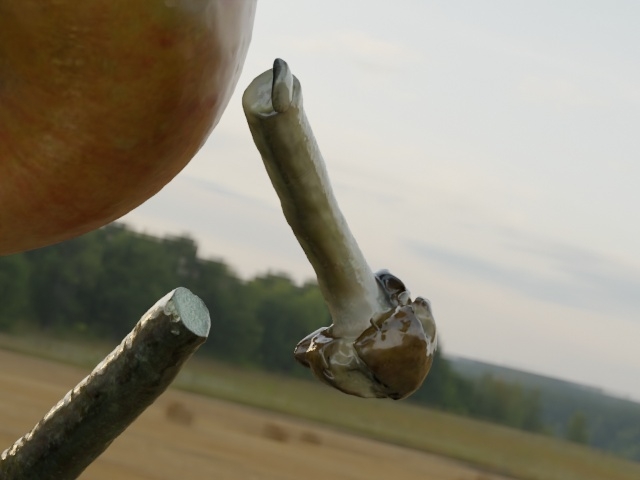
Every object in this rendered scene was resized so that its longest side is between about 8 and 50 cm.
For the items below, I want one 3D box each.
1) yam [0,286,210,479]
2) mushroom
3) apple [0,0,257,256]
[{"bbox_3d":[-0.178,0.134,1.412,0.061,0.061,0.274,17,-49,-40],"label":"yam"},{"bbox_3d":[0.000,0.000,0.751,0.060,0.061,0.187,29,-27,47],"label":"mushroom"},{"bbox_3d":[-0.172,-0.144,0.820,0.299,0.299,0.275,13,20,-1],"label":"apple"}]
